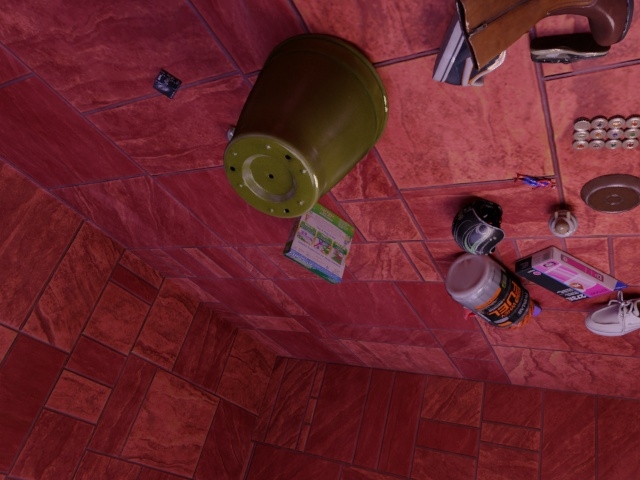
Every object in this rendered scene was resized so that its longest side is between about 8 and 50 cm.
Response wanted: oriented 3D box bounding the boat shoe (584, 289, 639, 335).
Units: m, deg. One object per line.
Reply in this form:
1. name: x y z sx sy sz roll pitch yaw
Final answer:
1. boat shoe: 1.139 0.253 1.777 0.367 0.136 0.156 -17 137 43

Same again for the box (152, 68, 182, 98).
1. box: -0.464 -0.471 1.479 0.067 0.018 0.083 30 150 -24

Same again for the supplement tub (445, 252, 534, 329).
1. supplement tub: 0.655 0.201 1.875 0.338 0.207 0.207 32 149 -28

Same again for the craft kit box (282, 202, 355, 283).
1. craft kit box: 0.000 0.000 1.835 0.249 0.247 0.061 33 151 -27

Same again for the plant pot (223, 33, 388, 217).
1. plant pot: -0.053 -0.251 1.201 0.366 0.353 0.367 15 138 13

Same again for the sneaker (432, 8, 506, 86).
1. sneaker: 0.329 -0.440 0.980 0.127 0.126 0.321 16 157 3

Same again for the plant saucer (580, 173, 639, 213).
1. plant saucer: 0.826 -0.124 1.378 0.168 0.029 0.168 13 151 7

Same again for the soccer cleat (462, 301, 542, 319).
1. soccer cleat: 0.771 0.303 2.092 0.318 0.117 0.109 5 150 22

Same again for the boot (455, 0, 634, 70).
1. boot: 0.403 -0.396 0.878 0.280 0.096 0.264 -36 134 7

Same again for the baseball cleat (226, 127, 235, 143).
1. baseball cleat: -0.257 -0.290 1.639 0.109 0.072 0.206 6 145 50

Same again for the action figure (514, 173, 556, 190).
1. action figure: 0.624 -0.166 1.417 0.115 0.030 0.038 11 147 7

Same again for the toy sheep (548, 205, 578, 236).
1. toy sheep: 0.733 -0.054 1.479 0.091 0.132 0.091 12 113 31

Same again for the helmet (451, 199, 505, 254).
1. helmet: 0.508 -0.034 1.580 0.169 0.170 0.162 20 136 -6

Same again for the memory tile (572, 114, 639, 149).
1. memory tile: 0.705 -0.263 1.208 0.147 0.012 0.113 3 149 25

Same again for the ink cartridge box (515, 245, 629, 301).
1. ink cartridge box: 0.915 0.142 1.784 0.370 0.069 0.175 23 152 -15

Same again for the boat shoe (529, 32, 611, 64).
1. boat shoe: 0.521 -0.398 1.028 0.152 0.056 0.049 14 159 26
